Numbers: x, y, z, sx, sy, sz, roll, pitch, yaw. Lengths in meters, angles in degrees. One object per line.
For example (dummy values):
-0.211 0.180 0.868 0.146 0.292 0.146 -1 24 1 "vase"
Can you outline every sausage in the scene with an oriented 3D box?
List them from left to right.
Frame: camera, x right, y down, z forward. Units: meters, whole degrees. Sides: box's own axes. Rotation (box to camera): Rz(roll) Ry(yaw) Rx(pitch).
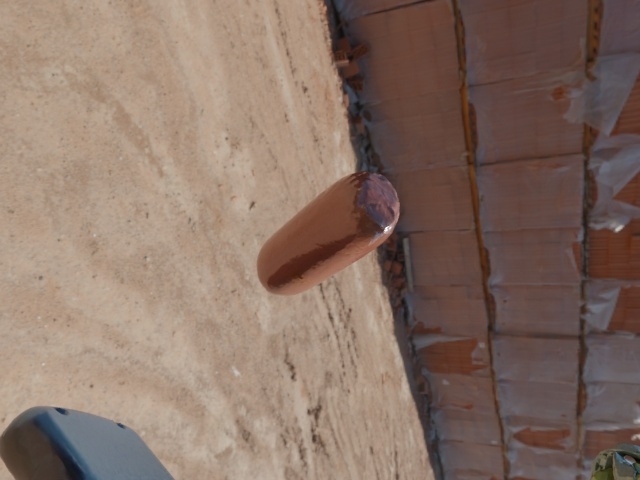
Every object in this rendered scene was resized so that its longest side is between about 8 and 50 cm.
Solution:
0.000 0.000 0.389 0.062 0.154 0.062 22 52 -30 "sausage"

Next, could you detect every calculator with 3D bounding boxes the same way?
-0.152 0.238 0.384 0.051 0.293 0.173 -49 152 -14 "calculator"

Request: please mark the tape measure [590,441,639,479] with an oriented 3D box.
0.231 0.207 0.240 0.175 0.106 0.200 128 -36 -53 "tape measure"
